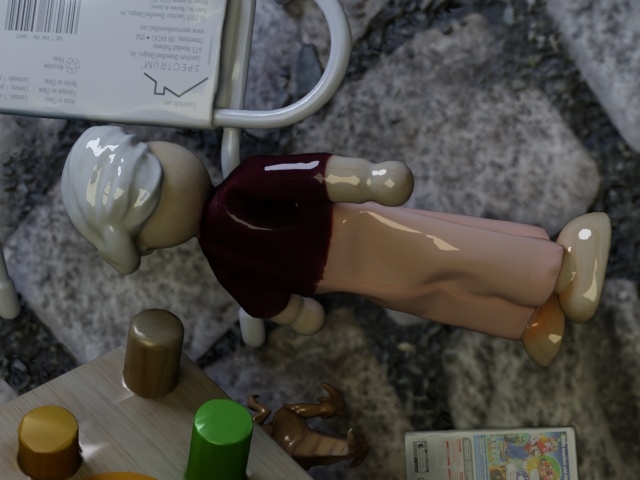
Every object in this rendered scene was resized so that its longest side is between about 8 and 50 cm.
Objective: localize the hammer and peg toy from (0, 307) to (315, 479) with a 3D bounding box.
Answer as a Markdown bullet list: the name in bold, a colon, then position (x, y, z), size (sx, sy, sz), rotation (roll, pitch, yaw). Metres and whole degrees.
- **hammer and peg toy**: position (-0.088, 0.214, 0.692), size (0.361, 0.266, 0.127), rotation (41, 138, 29)

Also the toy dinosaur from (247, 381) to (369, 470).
- **toy dinosaur**: position (-0.012, 0.141, 0.846), size (0.211, 0.112, 0.064), rotation (-6, 93, 45)

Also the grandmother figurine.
- **grandmother figurine**: position (0.000, 0.000, 0.802), size (0.342, 0.104, 0.207), rotation (14, 136, -8)

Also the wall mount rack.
- **wall mount rack**: position (-0.143, -0.085, 0.894), size (0.350, 0.130, 0.304), rotation (5, 86, 14)

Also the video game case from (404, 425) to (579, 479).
- **video game case**: position (0.122, 0.178, 0.872), size (0.122, 0.011, 0.087), rotation (-4, 86, 14)
